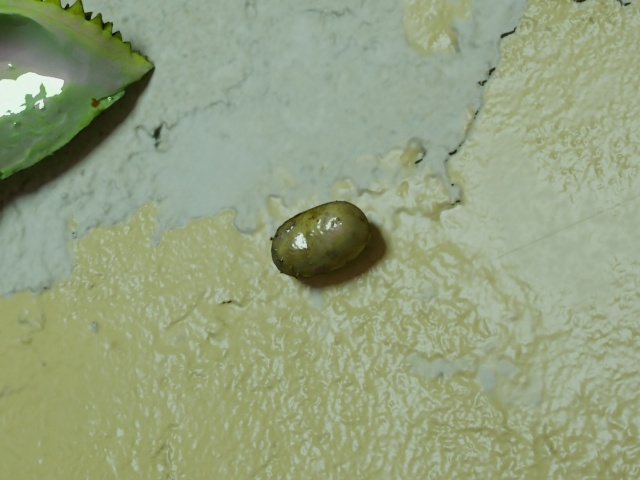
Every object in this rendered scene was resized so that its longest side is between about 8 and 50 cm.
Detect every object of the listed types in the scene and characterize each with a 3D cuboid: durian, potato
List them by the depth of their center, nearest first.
[{"bbox_3d":[0.000,0.000,1.473,0.083,0.040,0.051,-19,77,23],"label":"potato"},{"bbox_3d":[-0.327,-0.090,1.604,0.355,0.157,0.169,-40,74,10],"label":"durian"}]
